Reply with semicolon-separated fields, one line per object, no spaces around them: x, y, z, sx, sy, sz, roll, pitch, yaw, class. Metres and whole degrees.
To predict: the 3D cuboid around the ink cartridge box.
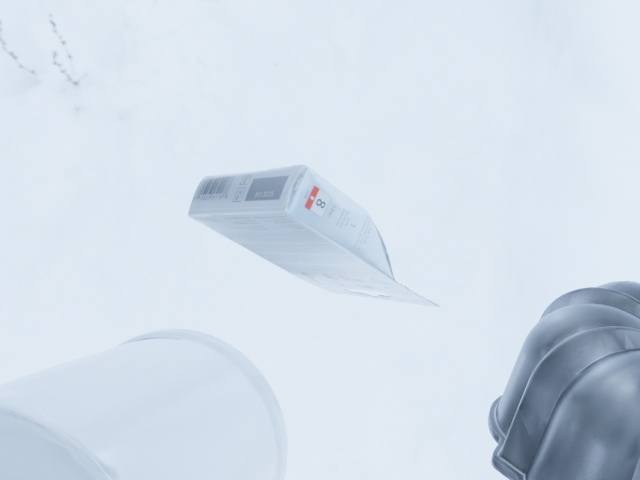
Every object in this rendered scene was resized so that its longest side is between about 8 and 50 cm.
0.000;0.000;0.516;0.145;0.179;0.045;2;68;51;ink cartridge box

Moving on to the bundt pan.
0.297;0.124;0.447;0.331;0.331;0.124;10;110;15;bundt pan

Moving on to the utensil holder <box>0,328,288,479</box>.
-0.243;0.285;0.697;0.328;0.385;0.327;0;89;12;utensil holder
